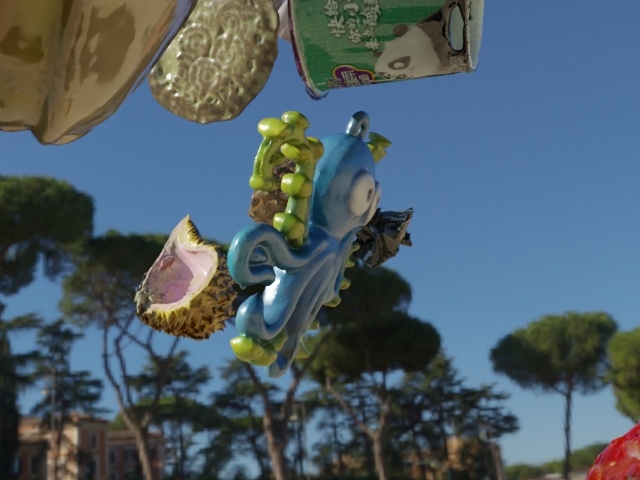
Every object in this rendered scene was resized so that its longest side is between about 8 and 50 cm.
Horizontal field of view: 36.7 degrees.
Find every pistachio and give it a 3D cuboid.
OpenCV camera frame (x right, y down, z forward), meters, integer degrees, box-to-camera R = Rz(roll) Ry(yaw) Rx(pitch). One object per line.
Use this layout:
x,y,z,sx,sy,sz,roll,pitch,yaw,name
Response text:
-0.205,-0.276,0.677,0.281,0.446,0.365,7,-21,-24,pistachio

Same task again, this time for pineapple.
0.021,-0.039,1.384,0.237,0.111,0.119,17,-56,4,pineapple

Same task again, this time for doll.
0.000,0.000,1.144,0.098,0.341,0.346,12,-7,21,doll

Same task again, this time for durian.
-0.246,0.103,2.016,0.185,0.305,0.196,-17,-57,17,durian

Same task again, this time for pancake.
-0.150,-0.266,1.279,0.235,0.212,0.029,-43,-12,26,pancake

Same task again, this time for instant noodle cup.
0.086,-0.286,1.103,0.190,0.251,0.251,2,-16,14,instant noodle cup

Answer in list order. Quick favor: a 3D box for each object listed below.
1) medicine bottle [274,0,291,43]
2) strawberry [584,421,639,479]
-0.004,-0.375,1.544,0.254,0.152,0.152,28,-26,-9,medicine bottle
0.398,0.267,0.881,0.310,0.292,0.292,-38,-9,-19,strawberry
